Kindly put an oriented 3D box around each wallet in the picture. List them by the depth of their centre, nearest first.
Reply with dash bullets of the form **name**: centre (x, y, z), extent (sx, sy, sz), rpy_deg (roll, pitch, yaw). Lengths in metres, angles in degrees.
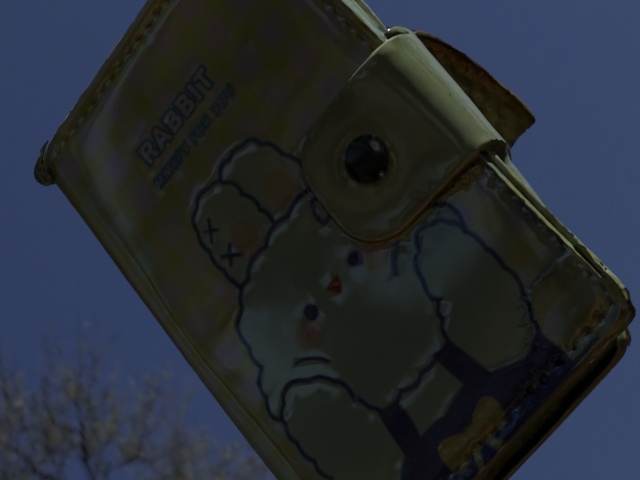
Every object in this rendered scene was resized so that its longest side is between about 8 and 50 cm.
- **wallet**: centre (0.000, 0.000, 0.868), extent (0.223, 0.309, 0.077), rpy_deg (-48, -23, 20)

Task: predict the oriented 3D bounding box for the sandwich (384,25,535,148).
- **sandwich**: centre (0.012, -0.079, 1.121), extent (0.128, 0.236, 0.122), rpy_deg (34, -96, -33)
